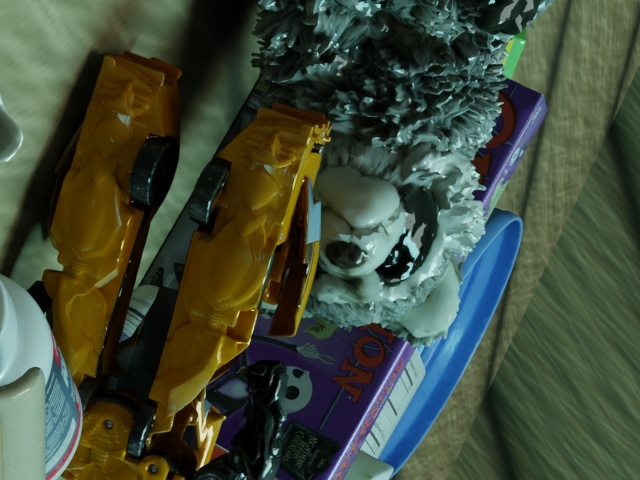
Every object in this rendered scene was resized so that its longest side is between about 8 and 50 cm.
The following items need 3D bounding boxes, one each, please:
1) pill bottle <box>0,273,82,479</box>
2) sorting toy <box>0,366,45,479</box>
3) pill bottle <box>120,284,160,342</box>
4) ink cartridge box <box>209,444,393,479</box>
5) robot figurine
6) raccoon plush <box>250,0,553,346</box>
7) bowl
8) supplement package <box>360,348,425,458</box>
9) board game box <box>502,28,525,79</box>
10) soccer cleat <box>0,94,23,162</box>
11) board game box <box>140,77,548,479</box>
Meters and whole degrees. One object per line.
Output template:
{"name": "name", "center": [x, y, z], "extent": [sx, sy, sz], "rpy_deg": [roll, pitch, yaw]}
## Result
{"name": "pill bottle", "center": [-0.199, 0.076, 1.048], "extent": [0.108, 0.108, 0.180], "rpy_deg": [-57, 166, -20]}
{"name": "sorting toy", "center": [-0.242, 0.154, 0.983], "extent": [0.208, 0.038, 0.193], "rpy_deg": [-14, 145, -19]}
{"name": "pill bottle", "center": [-0.148, 0.083, 1.327], "extent": [0.120, 0.067, 0.067], "rpy_deg": [-47, 159, -47]}
{"name": "ink cartridge box", "center": [-0.053, 0.184, 1.606], "extent": [0.066, 0.189, 0.232], "rpy_deg": [-63, 165, 1]}
{"name": "robot figurine", "center": [-0.099, 0.042, 1.163], "extent": [0.085, 0.211, 0.291], "rpy_deg": [-30, 139, -71]}
{"name": "raccoon plush", "center": [0.083, -0.125, 1.337], "extent": [0.446, 0.216, 0.299], "rpy_deg": [-43, 146, -50]}
{"name": "bowl", "center": [0.135, 0.128, 2.404], "extent": [0.391, 0.077, 0.391], "rpy_deg": [-56, 164, -24]}
{"name": "supplement package", "center": [-0.014, 0.190, 1.858], "extent": [0.244, 0.139, 0.134], "rpy_deg": [-58, 164, -11]}
{"name": "board game box", "center": [0.133, -0.114, 1.854], "extent": [0.213, 0.046, 0.317], "rpy_deg": [-81, -171, -57]}
{"name": "soccer cleat", "center": [-0.185, -0.091, 0.845], "extent": [0.068, 0.076, 0.196], "rpy_deg": [-59, 165, -12]}
{"name": "board game box", "center": [0.000, 0.000, 1.410], "extent": [0.346, 0.208, 0.056], "rpy_deg": [-61, 166, -6]}
